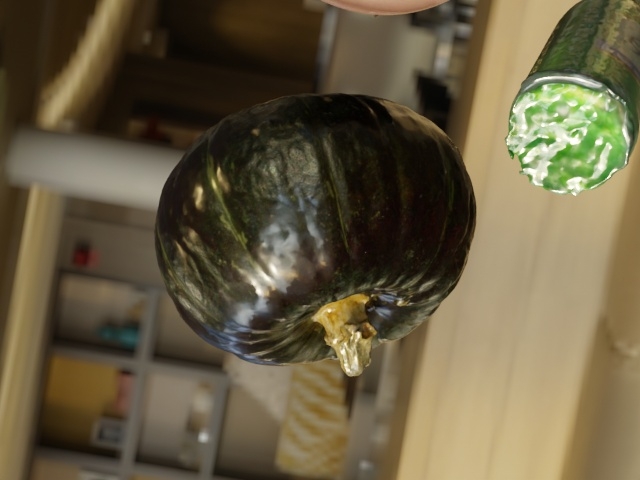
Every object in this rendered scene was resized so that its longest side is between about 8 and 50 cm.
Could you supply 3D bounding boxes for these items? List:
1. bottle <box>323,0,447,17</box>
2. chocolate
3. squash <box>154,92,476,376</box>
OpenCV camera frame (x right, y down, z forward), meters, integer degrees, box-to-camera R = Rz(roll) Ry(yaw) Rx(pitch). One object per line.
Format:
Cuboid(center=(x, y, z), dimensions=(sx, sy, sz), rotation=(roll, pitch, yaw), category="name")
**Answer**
Cuboid(center=(0.027, -0.229, 1.155), dimensions=(0.206, 0.173, 0.297), rotation=(64, 178, -17), category="bottle")
Cuboid(center=(0.232, -0.149, 1.519), dimensions=(0.291, 0.110, 0.110), rotation=(-60, -16, -56), category="chocolate")
Cuboid(center=(-0.002, -0.005, 1.066), dimensions=(0.156, 0.193, 0.193), rotation=(-103, 19, -47), category="squash")
